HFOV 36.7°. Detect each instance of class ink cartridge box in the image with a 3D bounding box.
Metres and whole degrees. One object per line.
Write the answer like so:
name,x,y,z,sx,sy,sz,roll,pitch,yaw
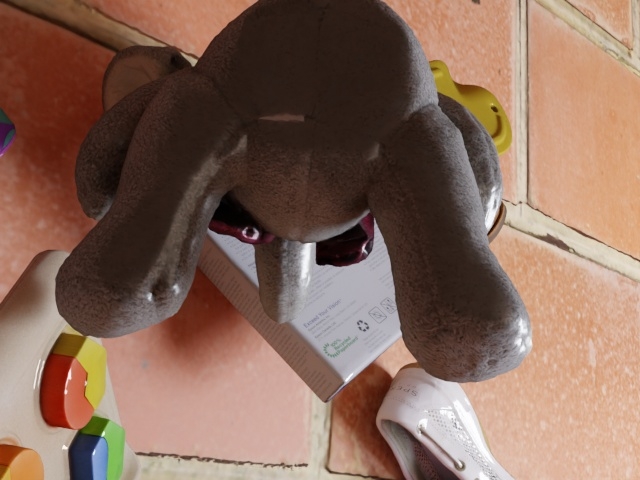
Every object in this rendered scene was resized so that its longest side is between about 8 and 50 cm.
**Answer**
ink cartridge box,0.000,0.000,0.848,0.224,0.045,0.223,49,44,9

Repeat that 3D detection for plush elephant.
plush elephant,-0.024,-0.052,0.677,0.271,0.255,0.330,0,74,-5

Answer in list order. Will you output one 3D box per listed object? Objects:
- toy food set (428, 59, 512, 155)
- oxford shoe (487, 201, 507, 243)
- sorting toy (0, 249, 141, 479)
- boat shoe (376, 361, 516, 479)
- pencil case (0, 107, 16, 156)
toy food set,0.112,-0.114,1.014,0.218,0.071,0.128,-22,74,-49
oxford shoe,0.124,-0.011,0.994,0.212,0.076,0.076,-35,98,-45
sorting toy,-0.165,0.141,0.585,0.193,0.038,0.208,-69,157,-49
boat shoe,0.134,0.254,0.930,0.277,0.098,0.096,56,46,-9
pencil case,-0.263,-0.098,0.600,0.152,0.064,0.070,46,35,-29
